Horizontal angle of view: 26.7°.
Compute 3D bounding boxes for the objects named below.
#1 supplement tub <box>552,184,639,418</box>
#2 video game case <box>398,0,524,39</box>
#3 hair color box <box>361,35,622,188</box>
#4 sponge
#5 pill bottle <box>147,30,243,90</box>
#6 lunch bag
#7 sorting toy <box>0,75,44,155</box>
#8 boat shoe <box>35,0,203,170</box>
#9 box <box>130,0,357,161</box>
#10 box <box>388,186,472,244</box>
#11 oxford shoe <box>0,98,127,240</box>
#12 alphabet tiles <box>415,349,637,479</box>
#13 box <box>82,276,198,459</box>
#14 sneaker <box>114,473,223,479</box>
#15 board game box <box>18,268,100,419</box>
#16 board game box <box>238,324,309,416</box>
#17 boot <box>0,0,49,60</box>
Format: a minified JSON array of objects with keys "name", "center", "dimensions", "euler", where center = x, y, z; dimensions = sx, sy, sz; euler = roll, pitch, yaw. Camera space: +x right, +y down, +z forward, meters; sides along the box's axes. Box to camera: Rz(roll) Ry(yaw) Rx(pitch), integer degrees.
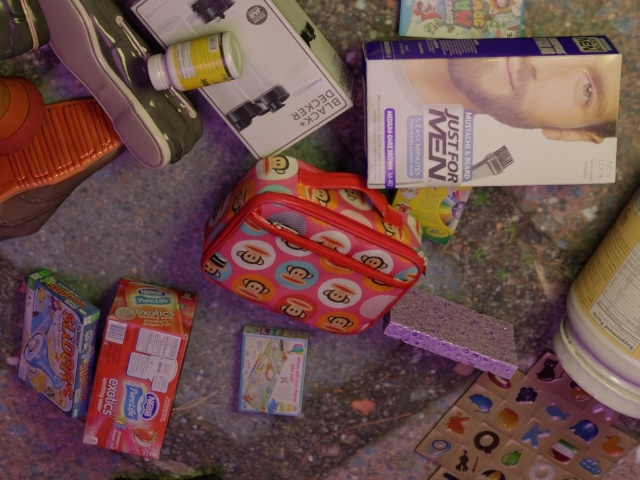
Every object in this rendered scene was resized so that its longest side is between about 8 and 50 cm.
[{"name":"supplement tub","center":[0.498,0.066,1.905],"dimensions":[0.241,0.241,0.331],"euler":[23,119,-9]},{"name":"video game case","center":[0.193,-0.330,1.826],"dimensions":[0.166,0.015,0.119],"euler":[4,121,2]},{"name":"hair color box","center":[0.228,-0.174,1.829],"dimensions":[0.339,0.110,0.185],"euler":[-2,112,-1]},{"name":"sponge","center":[0.195,0.133,2.038],"dimensions":[0.210,0.117,0.031],"euler":[21,121,-9]},{"name":"pill bottle","center":[-0.166,-0.233,1.779],"dimensions":[0.116,0.065,0.065],"euler":[-11,119,12]},{"name":"lunch bag","center":[0.000,0.000,1.934],"dimensions":[0.293,0.120,0.258],"euler":[24,134,-22]},{"name":"sorting toy","center":[-0.550,-0.105,1.871],"dimensions":[0.365,0.126,0.127],"euler":[-45,66,2]},{"name":"boat shoe","center":[-0.283,-0.254,1.862],"dimensions":[0.112,0.095,0.335],"euler":[-21,104,51]},{"name":"box","center":[-0.099,-0.266,1.843],"dimensions":[0.169,0.087,0.290],"euler":[-30,114,20]},{"name":"box","center":[0.167,-0.084,1.957],"dimensions":[0.105,0.043,0.179],"euler":[17,118,-6]},{"name":"oxford shoe","center":[-0.419,-0.092,1.974],"dimensions":[0.364,0.130,0.132],"euler":[-24,149,10]},{"name":"alphabet tiles","center":[0.335,0.334,2.208],"dimensions":[0.285,0.011,0.342],"euler":[30,118,-13]},{"name":"box","center":[-0.282,0.202,2.111],"dimensions":[0.128,0.122,0.256],"euler":[14,121,-3]},{"name":"sneaker","center":[-0.296,0.451,2.274],"dimensions":[0.286,0.109,0.130],"euler":[-26,109,16]},{"name":"board game box","center":[-0.409,0.162,2.106],"dimensions":[0.136,0.035,0.201],"euler":[31,125,30]},{"name":"board game box","center":[-0.076,0.210,2.156],"dimensions":[0.104,0.026,0.154],"euler":[6,120,1]},{"name":"boot","center":[-0.460,-0.325,1.797],"dimensions":[0.137,0.077,0.197],"euler":[-34,110,-28]}]
